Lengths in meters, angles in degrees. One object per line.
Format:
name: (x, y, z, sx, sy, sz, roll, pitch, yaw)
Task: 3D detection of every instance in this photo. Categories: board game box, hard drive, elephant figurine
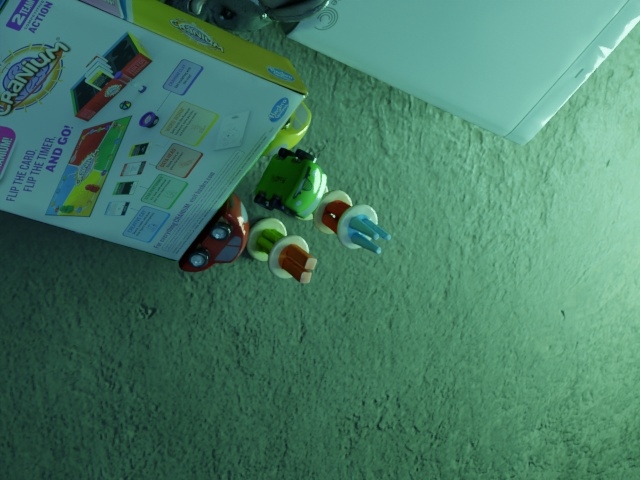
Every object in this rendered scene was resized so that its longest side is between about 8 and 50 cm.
board game box: (-0.206, -0.118, 1.182, 0.316, 0.064, 0.242, 19, 122, -39)
hard drive: (0.163, -0.249, 1.346, 0.353, 0.047, 0.233, 20, 124, -33)
elephant figurine: (-0.062, -0.278, 1.226, 0.169, 0.186, 0.239, -45, 147, -50)

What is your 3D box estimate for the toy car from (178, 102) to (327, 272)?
toy car: (-0.046, -0.056, 1.260, 0.053, 0.225, 0.239, 28, 86, -24)

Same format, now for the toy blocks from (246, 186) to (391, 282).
toy blocks: (0.000, 0.000, 1.380, 0.123, 0.148, 0.054, -45, 128, -10)
